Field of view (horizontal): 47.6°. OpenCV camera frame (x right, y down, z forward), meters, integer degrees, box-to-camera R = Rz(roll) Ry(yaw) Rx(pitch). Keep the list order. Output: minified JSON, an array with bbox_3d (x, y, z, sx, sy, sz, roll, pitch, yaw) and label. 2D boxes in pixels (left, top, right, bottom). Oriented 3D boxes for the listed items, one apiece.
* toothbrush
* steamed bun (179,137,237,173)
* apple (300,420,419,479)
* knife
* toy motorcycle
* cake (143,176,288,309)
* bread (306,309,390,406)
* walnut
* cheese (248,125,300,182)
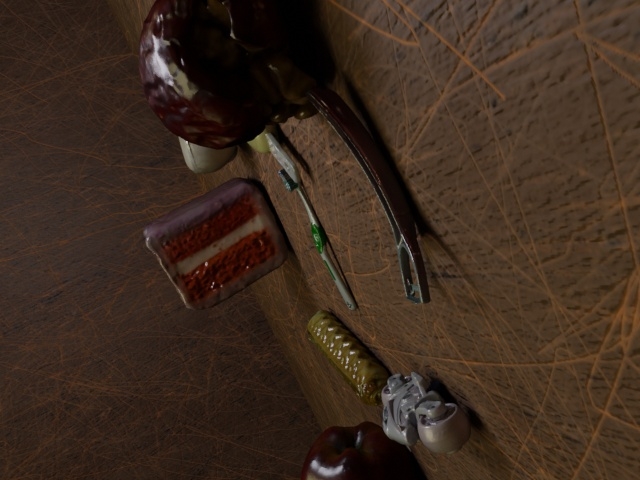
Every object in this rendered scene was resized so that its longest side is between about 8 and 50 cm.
[{"bbox_3d":[0.001,-0.001,1.348,0.304,0.030,0.030,63,169,-14],"label":"toothbrush"},{"bbox_3d":[-0.261,-0.246,1.682,0.228,0.131,0.177,161,93,-80],"label":"steamed bun"},{"bbox_3d":[0.092,0.571,1.616,0.288,0.288,0.316,-147,42,-68],"label":"apple"},{"bbox_3d":[0.065,-0.059,0.858,0.278,0.053,0.123,64,173,-1],"label":"knife"},{"bbox_3d":[0.142,0.264,1.100,0.112,0.112,0.254,64,170,-7],"label":"toy motorcycle"},{"bbox_3d":[-0.255,-0.001,1.792,0.237,0.309,0.230,63,174,-16],"label":"cake"},{"bbox_3d":[0.053,0.238,1.525,0.077,0.084,0.367,21,-172,-23],"label":"bread"},{"bbox_3d":[-0.110,-0.218,0.923,0.244,0.221,0.269,33,-179,-10],"label":"walnut"},{"bbox_3d":[-0.098,-0.190,1.298,0.255,0.050,0.127,52,162,39],"label":"cheese"}]
